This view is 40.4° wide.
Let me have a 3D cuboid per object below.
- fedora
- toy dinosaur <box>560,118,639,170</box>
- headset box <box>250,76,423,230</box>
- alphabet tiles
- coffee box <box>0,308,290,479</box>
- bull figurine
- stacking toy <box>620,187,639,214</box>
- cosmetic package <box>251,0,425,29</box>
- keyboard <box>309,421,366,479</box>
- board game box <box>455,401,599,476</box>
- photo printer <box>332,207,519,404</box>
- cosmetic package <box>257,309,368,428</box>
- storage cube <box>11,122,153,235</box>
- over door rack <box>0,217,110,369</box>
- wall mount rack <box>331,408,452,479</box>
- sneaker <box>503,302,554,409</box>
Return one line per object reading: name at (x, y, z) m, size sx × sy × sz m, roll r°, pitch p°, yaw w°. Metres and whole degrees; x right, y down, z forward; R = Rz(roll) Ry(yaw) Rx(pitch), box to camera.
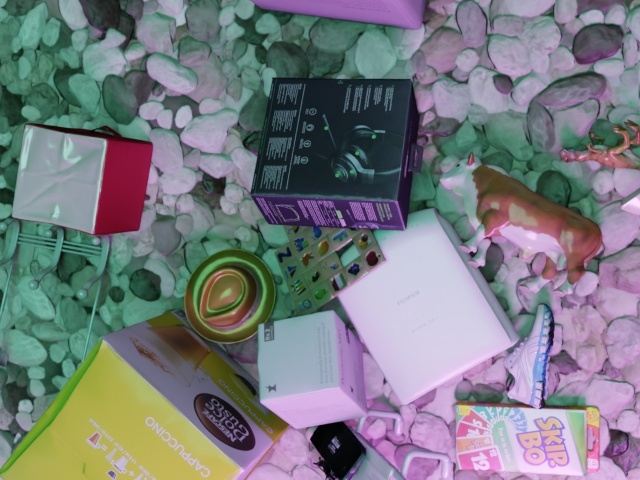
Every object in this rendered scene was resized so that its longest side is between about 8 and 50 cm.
fedora at (-0.184, 0.109, 1.699) m, size 0.194 × 0.079 × 0.194 m, roll -1°, pitch 86°, yaw 9°
toy dinosaur at (0.535, -0.149, 1.535) m, size 0.211 × 0.064 × 0.112 m, roll 18°, pitch 124°, yaw 14°
headset box at (0.041, -0.157, 1.567) m, size 0.283 × 0.131 × 0.246 m, roll 2°, pitch 68°, yaw 14°
alphabet tiles at (0.000, 0.000, 1.632) m, size 0.198 × 0.009 × 0.237 m, roll -36°, pitch 56°, yaw 19°
coffee box at (-0.309, 0.382, 1.624) m, size 0.337 × 0.334 × 0.338 m, roll 41°, pitch 102°, yaw 9°
bull figurine at (0.343, -0.028, 1.538) m, size 0.310 × 0.101 × 0.188 m, roll 24°, pitch 73°, yaw 7°
stacking toy at (0.682, -0.130, 1.468) m, size 0.309 × 0.130 × 0.279 m, roll 26°, pitch 127°, yaw -1°
cosmetic package at (0.018, -0.565, 1.459) m, size 0.327 × 0.393 × 0.330 m, roll 10°, pitch 95°, yaw 13°
keyboard at (0.033, 0.398, 1.625) m, size 0.038 × 0.192 × 0.100 m, roll 39°, pitch 89°, yaw -21°
board game box at (0.381, 0.366, 1.606) m, size 0.259 × 0.039 × 0.124 m, roll -1°, pitch 94°, yaw 11°
photo printer at (0.179, 0.111, 1.603) m, size 0.256 × 0.107 × 0.308 m, roll -31°, pitch 86°, yaw 14°
cosmetic package at (-0.013, 0.240, 1.596) m, size 0.151 × 0.184 × 0.151 m, roll -12°, pitch 61°, yaw 14°
storage cube at (-0.465, -0.123, 1.709) m, size 0.183 × 0.193 × 0.215 m, roll 12°, pitch 97°, yaw 13°
over door rack at (-0.572, 0.131, 1.794) m, size 0.239 × 0.108 × 0.324 m, roll 9°, pitch 95°, yaw 14°
wall mount rack at (0.116, 0.486, 1.574) m, size 0.130 × 0.350 × 0.304 m, roll 13°, pitch 95°, yaw -22°
sneaker at (0.376, 0.206, 1.581) m, size 0.082 × 0.071 × 0.191 m, roll 8°, pitch 90°, yaw 28°
